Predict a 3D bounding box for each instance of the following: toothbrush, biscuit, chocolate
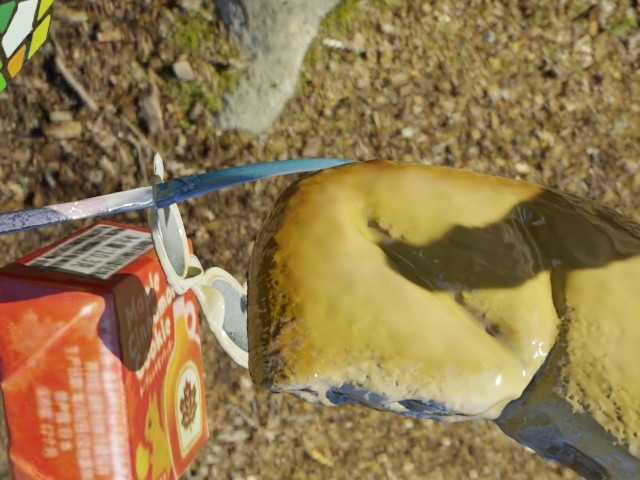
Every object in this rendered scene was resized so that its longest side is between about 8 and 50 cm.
[{"bbox_3d":[-0.178,-0.010,0.642,0.194,0.014,0.017,-14,-176,-42],"label":"toothbrush"},{"bbox_3d":[0.111,0.041,0.506,0.299,0.154,0.045,17,142,6],"label":"biscuit"},{"bbox_3d":[-0.180,0.114,0.968,0.108,0.237,0.235,-2,100,13],"label":"chocolate"}]

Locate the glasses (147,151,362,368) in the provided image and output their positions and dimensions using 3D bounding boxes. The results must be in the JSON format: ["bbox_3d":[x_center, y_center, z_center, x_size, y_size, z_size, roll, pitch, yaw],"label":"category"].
[{"bbox_3d":[-0.006,0.024,0.770,0.220,0.088,0.190,0,143,28],"label":"glasses"}]

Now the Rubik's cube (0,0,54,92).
[{"bbox_3d":[-0.175,-0.115,0.476,0.112,0.133,0.133,-25,145,-41],"label":"Rubik's cube"}]
